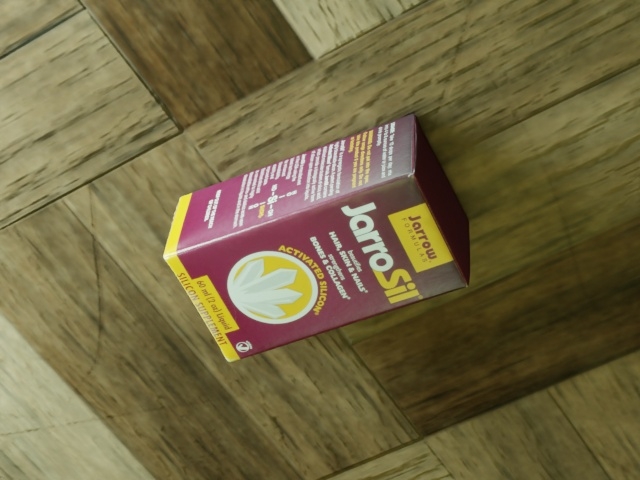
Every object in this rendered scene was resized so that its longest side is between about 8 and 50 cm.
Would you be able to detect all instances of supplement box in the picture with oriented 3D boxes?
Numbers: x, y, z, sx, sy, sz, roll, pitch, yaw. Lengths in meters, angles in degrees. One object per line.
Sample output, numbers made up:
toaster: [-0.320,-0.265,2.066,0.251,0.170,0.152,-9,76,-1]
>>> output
supplement box: [0.000,0.000,1.014,0.188,0.080,0.104,-19,121,17]
